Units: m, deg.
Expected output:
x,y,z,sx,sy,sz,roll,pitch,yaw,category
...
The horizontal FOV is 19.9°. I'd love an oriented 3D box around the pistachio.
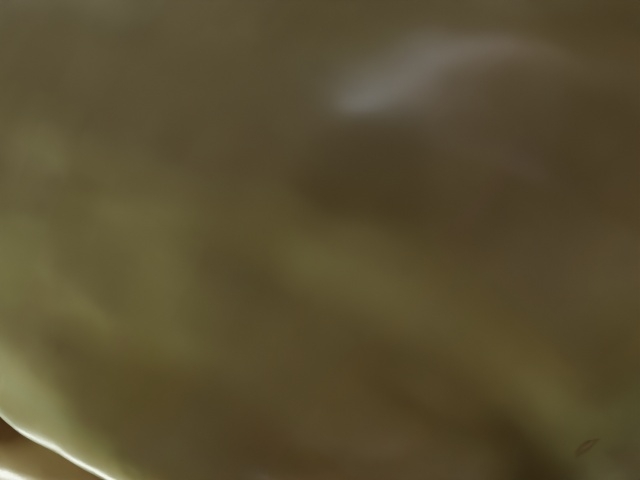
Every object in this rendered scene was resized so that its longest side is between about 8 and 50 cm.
x,y,z,sx,sy,sz,roll,pitch,yaw,category
0.000,0.000,0.453,0.214,0.318,0.193,-50,-33,-42,pistachio
